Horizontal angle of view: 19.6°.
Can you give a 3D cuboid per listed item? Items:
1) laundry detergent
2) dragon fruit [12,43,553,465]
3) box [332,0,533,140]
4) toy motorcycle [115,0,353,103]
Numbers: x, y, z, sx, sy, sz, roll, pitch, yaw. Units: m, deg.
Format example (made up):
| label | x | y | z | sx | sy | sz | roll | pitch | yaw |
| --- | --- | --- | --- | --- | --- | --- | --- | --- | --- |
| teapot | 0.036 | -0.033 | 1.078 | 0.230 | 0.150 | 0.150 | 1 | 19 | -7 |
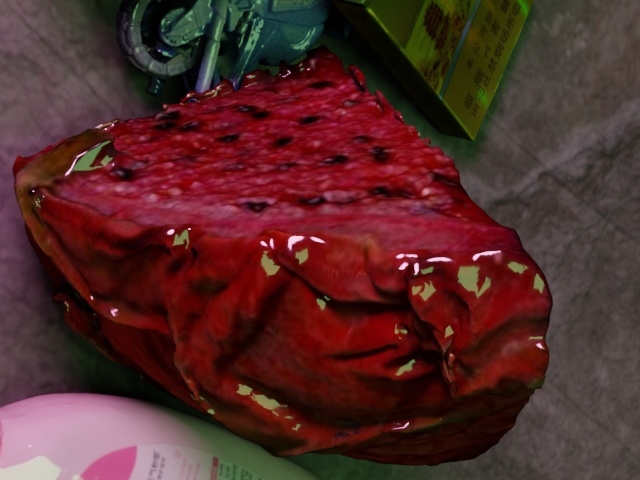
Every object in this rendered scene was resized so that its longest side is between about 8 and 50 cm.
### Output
| label | x | y | z | sx | sy | sz | roll | pitch | yaw |
| --- | --- | --- | --- | --- | --- | --- | --- | --- | --- |
| laundry detergent | -0.130 | 0.164 | 1.082 | 0.335 | 0.088 | 0.159 | 27 | 82 | -32 |
| dragon fruit | 0.000 | 0.000 | 1.013 | 0.302 | 0.330 | 0.240 | 12 | 87 | -32 |
| box | 0.077 | -0.159 | 1.189 | 0.193 | 0.030 | 0.121 | 43 | 67 | -57 |
| toy motorcycle | -0.036 | -0.150 | 1.138 | 0.205 | 0.076 | 0.114 | -42 | 122 | -24 |
